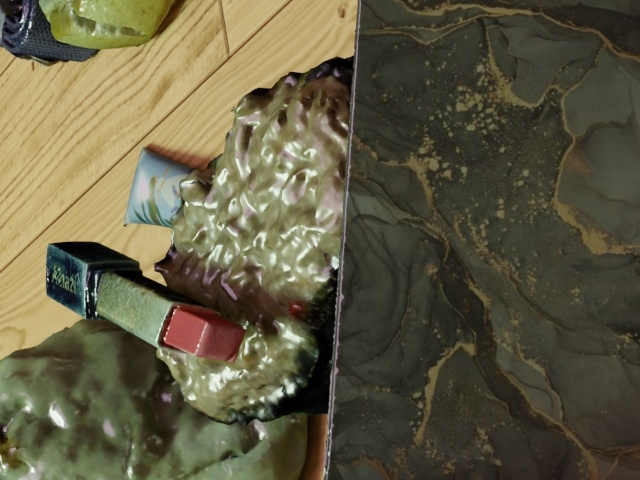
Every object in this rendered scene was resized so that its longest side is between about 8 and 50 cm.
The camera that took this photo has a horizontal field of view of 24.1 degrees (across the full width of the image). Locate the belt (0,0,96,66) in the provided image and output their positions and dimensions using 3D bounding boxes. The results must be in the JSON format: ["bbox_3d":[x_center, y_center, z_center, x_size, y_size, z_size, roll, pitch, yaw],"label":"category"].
[{"bbox_3d":[-0.338,-0.299,1.735,0.140,0.126,0.230,-61,42,30],"label":"belt"}]

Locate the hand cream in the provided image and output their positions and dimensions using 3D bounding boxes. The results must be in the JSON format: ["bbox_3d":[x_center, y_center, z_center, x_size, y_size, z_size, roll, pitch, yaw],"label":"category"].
[{"bbox_3d":[-0.141,-0.041,1.493,0.256,0.055,0.088,17,97,62],"label":"hand cream"}]

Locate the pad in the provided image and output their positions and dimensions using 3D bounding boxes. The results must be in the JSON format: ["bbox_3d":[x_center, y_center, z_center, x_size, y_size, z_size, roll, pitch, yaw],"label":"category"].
[{"bbox_3d":[0.131,-0.003,0.975,0.247,0.007,0.368,4,91,17],"label":"pad"}]

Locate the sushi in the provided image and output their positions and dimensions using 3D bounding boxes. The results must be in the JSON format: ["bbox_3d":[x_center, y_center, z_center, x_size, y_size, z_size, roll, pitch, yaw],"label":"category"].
[{"bbox_3d":[0.000,0.000,1.162,0.350,0.170,0.211,-51,48,43],"label":"sushi"}]

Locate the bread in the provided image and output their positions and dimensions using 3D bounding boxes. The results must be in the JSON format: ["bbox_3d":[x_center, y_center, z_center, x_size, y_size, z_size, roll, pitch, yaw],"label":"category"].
[{"bbox_3d":[-0.215,-0.305,1.553,0.186,0.124,0.257,60,135,39],"label":"bread"}]

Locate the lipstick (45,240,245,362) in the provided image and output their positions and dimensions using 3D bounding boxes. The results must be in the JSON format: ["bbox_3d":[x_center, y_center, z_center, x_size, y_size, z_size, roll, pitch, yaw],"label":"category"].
[{"bbox_3d":[-0.145,0.051,1.188,0.312,0.051,0.051,20,106,59],"label":"lipstick"}]

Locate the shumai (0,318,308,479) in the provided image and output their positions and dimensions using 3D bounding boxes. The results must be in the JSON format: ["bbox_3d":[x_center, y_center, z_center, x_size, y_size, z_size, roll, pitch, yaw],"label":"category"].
[{"bbox_3d":[-0.189,0.190,1.348,0.304,0.263,0.309,-31,62,53],"label":"shumai"}]
